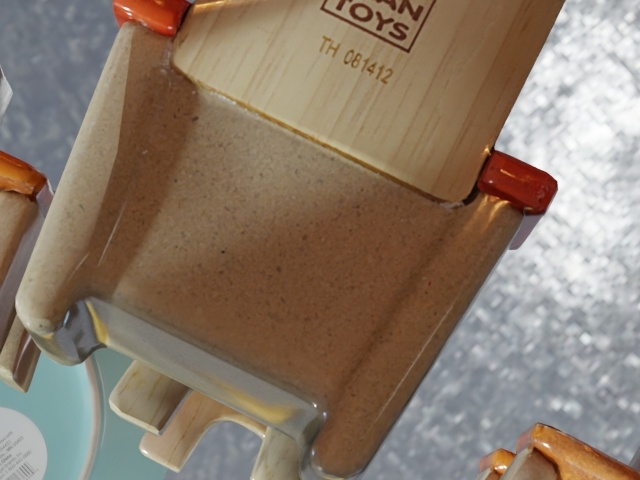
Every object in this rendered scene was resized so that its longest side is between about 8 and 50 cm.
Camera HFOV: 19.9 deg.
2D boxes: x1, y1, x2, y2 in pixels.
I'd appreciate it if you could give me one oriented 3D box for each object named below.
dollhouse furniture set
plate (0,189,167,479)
[{"bbox_3d":[0.000,0.000,0.495,0.262,0.135,0.259,26,169,3],"label":"dollhouse furniture set"},{"bbox_3d":[-0.144,0.063,0.662,0.188,0.188,0.024,62,174,-11],"label":"plate"}]
